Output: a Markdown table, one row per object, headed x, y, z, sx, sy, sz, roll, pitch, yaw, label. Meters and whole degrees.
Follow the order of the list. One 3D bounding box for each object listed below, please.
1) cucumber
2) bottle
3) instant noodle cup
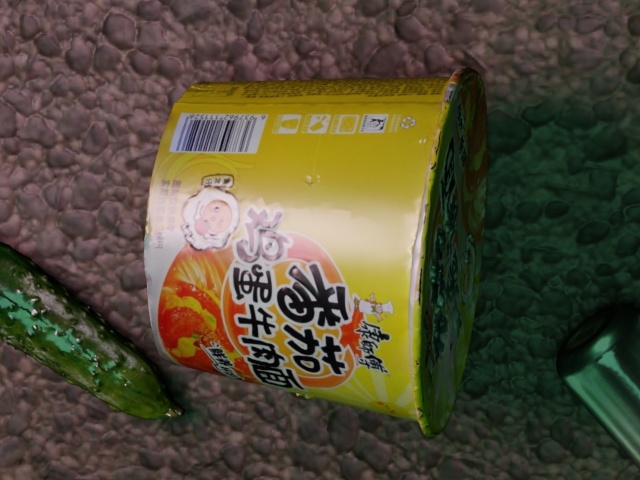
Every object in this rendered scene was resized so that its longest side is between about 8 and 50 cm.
| x | y | z | sx | sy | sz | roll | pitch | yaw | label |
| --- | --- | --- | --- | --- | --- | --- | --- | --- | --- |
| -0.199 | 0.071 | 1.484 | 0.227 | 0.069 | 0.069 | 37 | 106 | -8 | cucumber |
| 0.286 | 0.155 | 1.455 | 0.096 | 0.079 | 0.254 | -41 | 97 | -2 | bottle |
| 0.000 | 0.000 | 1.357 | 0.200 | 0.264 | 0.264 | 5 | 106 | 12 | instant noodle cup |
